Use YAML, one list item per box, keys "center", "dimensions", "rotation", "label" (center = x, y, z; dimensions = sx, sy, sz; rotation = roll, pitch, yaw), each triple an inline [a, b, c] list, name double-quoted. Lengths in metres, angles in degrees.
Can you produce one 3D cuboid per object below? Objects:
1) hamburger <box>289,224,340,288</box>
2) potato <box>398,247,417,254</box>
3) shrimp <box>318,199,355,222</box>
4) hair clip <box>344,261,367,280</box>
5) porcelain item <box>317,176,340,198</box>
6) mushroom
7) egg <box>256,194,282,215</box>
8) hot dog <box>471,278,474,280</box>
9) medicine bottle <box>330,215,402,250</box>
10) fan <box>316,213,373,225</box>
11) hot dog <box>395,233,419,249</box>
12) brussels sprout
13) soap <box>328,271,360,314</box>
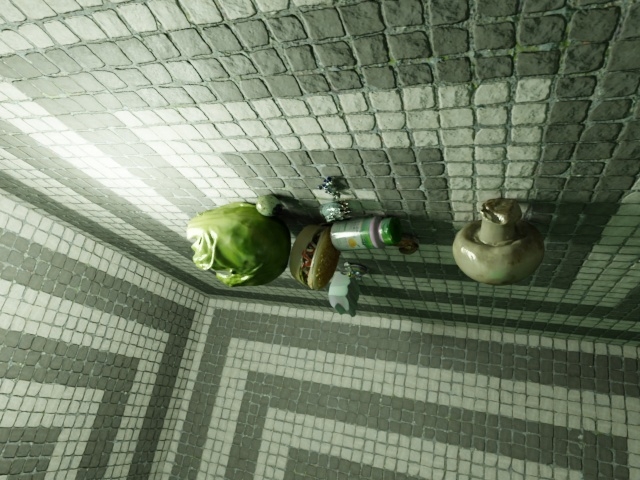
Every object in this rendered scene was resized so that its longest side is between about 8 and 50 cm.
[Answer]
- center: [-0.008, 0.072, 1.910]
  dimensions: [0.170, 0.302, 0.302]
  rotation: [17, 163, 22]
  label: "hamburger"
- center: [0.405, 0.050, 2.000]
  dimensions: [0.093, 0.037, 0.036]
  rotation: [-7, 158, 39]
  label: "potato"
- center: [0.063, -0.108, 1.666]
  dimensions: [0.079, 0.090, 0.232]
  rotation: [45, 161, -24]
  label: "shrimp"
- center: [0.199, 0.164, 2.417]
  dimensions: [0.115, 0.049, 0.172]
  rotation: [-8, 148, 11]
  label: "hair clip"
- center: [0.023, -0.190, 1.574]
  dimensions: [0.075, 0.021, 0.136]
  rotation: [8, 160, 20]
  label: "porcelain item"
- center: [0.602, -0.006, 1.497]
  dimensions: [0.297, 0.297, 0.290]
  rotation: [1, 121, 26]
  label: "mushroom"
- center: [-0.202, -0.137, 1.740]
  dimensions: [0.110, 0.085, 0.085]
  rotation: [20, 158, -31]
  label: "egg"
- center: [0.765, 0.176, 2.150]
  dimensions: [0.083, 0.035, 0.058]
  rotation: [12, 164, -4]
  label: "hot dog"
- center: [0.185, -0.029, 1.763]
  dimensions: [0.274, 0.134, 0.133]
  rotation: [-6, 154, 37]
  label: "medicine bottle"
- center: [0.098, -0.084, 1.753]
  dimensions: [0.226, 0.008, 0.152]
  rotation: [-8, -174, 12]
  label: "fan"
- center: [0.331, 0.005, 1.890]
  dimensions: [0.191, 0.059, 0.108]
  rotation: [7, 164, 6]
  label: "hot dog"
- center: [-0.304, 0.011, 1.851]
  dimensions: [0.360, 0.343, 0.425]
  rotation: [-19, 154, 24]
  label: "brussels sprout"
- center: [0.145, 0.318, 2.610]
  dimensions: [0.114, 0.208, 0.347]
  rotation: [5, 160, 16]
  label: "soap"
